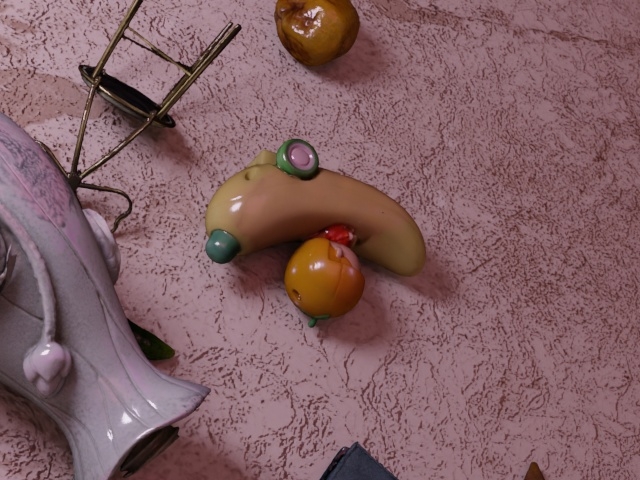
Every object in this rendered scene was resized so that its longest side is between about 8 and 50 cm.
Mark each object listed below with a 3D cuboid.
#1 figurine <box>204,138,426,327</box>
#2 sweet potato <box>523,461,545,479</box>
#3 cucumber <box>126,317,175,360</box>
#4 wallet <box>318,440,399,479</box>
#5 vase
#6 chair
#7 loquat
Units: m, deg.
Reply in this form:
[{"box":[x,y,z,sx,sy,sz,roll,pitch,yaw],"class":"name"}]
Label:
[{"box":[0.000,0.000,1.440,0.325,0.124,0.222,17,58,-24],"class":"figurine"},{"box":[0.292,0.391,1.421,0.065,0.051,0.218,11,49,-18],"class":"sweet potato"},{"box":[-0.252,0.104,1.304,0.168,0.039,0.039,32,54,-12],"class":"cucumber"},{"box":[0.130,0.436,1.324,0.379,0.046,0.190,41,53,-2],"class":"wallet"},{"box":[-0.319,0.064,1.168,0.445,0.250,0.250,52,53,-3],"class":"vase"},{"box":[-0.253,-0.189,1.402,0.160,0.170,0.325,32,98,-14],"class":"chair"},{"box":[-0.009,-0.329,1.616,0.137,0.113,0.137,6,57,-9],"class":"loquat"}]
